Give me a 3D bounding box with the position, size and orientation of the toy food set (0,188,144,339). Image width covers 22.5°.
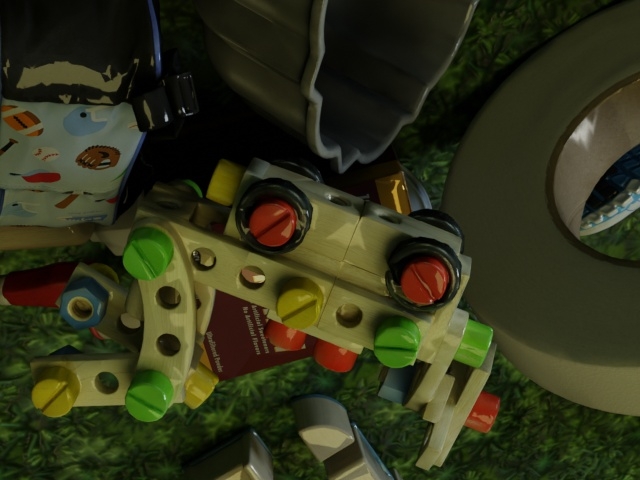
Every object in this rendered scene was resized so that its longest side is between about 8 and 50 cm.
[{"bbox_3d":[-0.201,0.006,1.284,0.104,0.111,0.232,-4,149,22],"label":"toy food set"}]

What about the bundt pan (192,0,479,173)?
[{"bbox_3d":[0.023,-0.220,1.080,0.331,0.124,0.331,-55,161,-31],"label":"bundt pan"}]

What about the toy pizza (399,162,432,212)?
[{"bbox_3d":[0.000,0.000,1.395,0.201,0.032,0.201,-8,126,-11],"label":"toy pizza"}]

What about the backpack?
[{"bbox_3d":[-0.195,-0.129,1.064,0.213,0.276,0.263,-1,150,-8],"label":"backpack"}]

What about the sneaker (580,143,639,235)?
[{"bbox_3d":[0.301,-0.062,1.445,0.190,0.071,0.083,-40,137,13],"label":"sneaker"}]

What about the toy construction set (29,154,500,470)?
[{"bbox_3d":[-0.014,0.059,1.078,0.327,0.151,0.215,16,112,-14],"label":"toy construction set"}]

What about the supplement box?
[{"bbox_3d":[-0.028,-0.011,1.237,0.191,0.194,0.129,-15,117,0],"label":"supplement box"}]

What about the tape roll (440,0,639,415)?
[{"bbox_3d":[0.283,-0.045,1.237,0.392,0.392,0.072,-31,132,5],"label":"tape roll"}]

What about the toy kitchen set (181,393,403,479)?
[{"bbox_3d":[-0.012,0.255,1.574,0.166,0.122,0.207,-31,112,5],"label":"toy kitchen set"}]
